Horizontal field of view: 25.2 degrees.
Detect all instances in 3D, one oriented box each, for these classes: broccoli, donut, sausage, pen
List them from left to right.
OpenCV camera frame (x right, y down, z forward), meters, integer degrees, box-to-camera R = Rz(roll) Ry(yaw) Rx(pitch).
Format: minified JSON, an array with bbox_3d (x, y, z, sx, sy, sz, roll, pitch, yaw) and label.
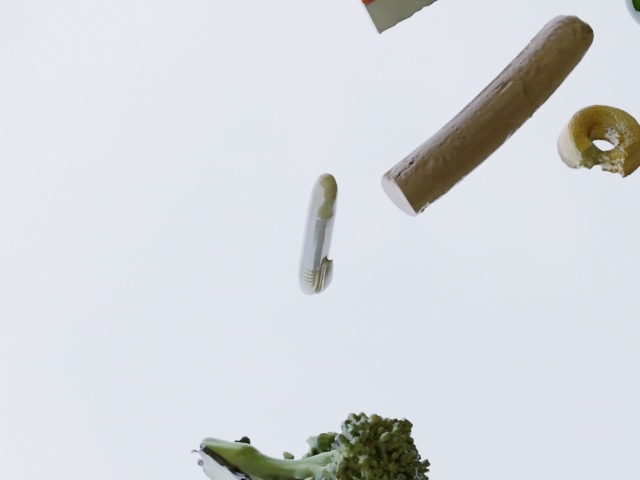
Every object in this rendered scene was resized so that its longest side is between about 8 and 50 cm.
[{"bbox_3d":[0.000,0.000,1.456,0.032,0.040,0.233,-46,-15,-24],"label":"pen"},{"bbox_3d":[0.017,0.252,1.585,0.180,0.273,0.242,-51,-9,-22],"label":"broccoli"},{"bbox_3d":[0.185,-0.137,1.522,0.301,0.066,0.066,-44,-54,-16],"label":"sausage"},{"bbox_3d":[0.347,-0.128,1.760,0.043,0.108,0.097,93,-178,-58],"label":"donut"}]

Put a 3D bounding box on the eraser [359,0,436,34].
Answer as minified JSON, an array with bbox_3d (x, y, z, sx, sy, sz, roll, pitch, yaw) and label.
[{"bbox_3d":[0.094,-0.403,1.885,0.157,0.038,0.230,-32,-51,-1],"label":"eraser"}]

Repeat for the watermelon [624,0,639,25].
[{"bbox_3d":[0.378,-0.277,1.552,0.109,0.109,0.109,-3,-86,-50],"label":"watermelon"}]
